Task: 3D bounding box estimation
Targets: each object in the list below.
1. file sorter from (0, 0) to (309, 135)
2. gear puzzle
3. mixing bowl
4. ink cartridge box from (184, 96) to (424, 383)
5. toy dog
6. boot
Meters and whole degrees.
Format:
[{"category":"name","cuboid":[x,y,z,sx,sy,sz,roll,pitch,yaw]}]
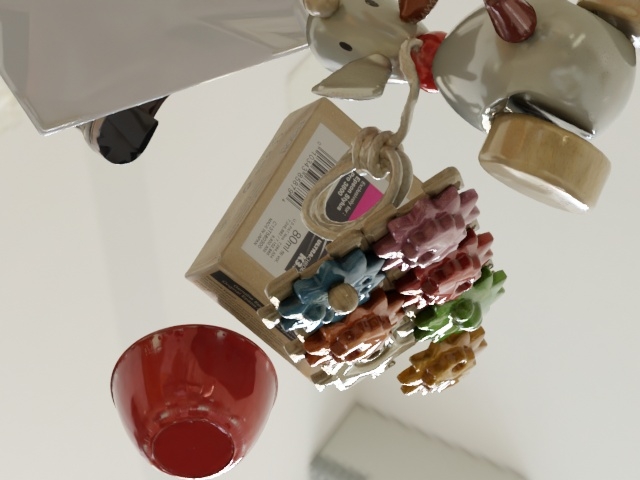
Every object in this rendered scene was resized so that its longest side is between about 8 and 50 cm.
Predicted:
[{"category":"file sorter","cuboid":[-0.154,-0.249,1.417,0.277,0.173,0.193,-16,-55,19]},{"category":"gear puzzle","cuboid":[0.068,0.067,1.255,0.044,0.175,0.339,57,-1,25]},{"category":"mixing bowl","cuboid":[-0.133,0.188,1.731,0.181,0.098,0.181,-2,-52,-3]},{"category":"ink cartridge box","cuboid":[0.000,0.000,1.717,0.193,0.235,0.088,39,-28,-17]},{"category":"toy dog","cuboid":[0.082,-0.134,1.093,0.333,0.220,0.161,-5,-31,41]},{"category":"boot","cuboid":[-0.185,-0.187,1.710,0.082,0.219,0.106,40,-8,-36]}]
